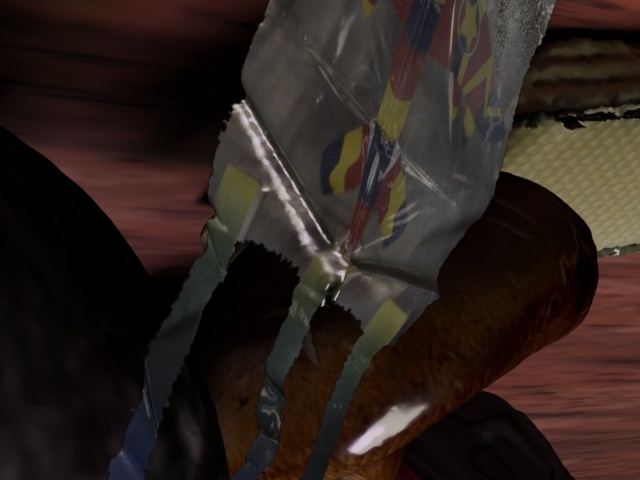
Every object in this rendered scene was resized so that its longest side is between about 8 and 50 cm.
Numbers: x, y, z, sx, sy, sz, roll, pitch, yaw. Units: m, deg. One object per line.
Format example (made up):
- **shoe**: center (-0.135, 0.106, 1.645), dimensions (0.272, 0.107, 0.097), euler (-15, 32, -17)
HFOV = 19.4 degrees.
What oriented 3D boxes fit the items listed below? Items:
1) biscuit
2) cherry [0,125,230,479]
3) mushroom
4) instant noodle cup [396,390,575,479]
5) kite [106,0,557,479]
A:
- **biscuit**: center (0.070, -0.026, 0.631), dimensions (0.199, 0.041, 0.121), euler (-5, 153, -34)
- **cherry**: center (-0.150, 0.076, 0.427), dimensions (0.255, 0.218, 0.296), euler (-43, 141, 6)
- **mushroom**: center (0.009, 0.030, 0.542), dimensions (0.135, 0.080, 0.170), euler (-22, 167, -25)
- **instant noodle cup**: center (-0.060, 0.143, 0.714), dimensions (0.302, 0.258, 0.181), euler (-49, 143, -2)
- **kite**: center (0.001, 0.000, 0.402), dimensions (0.015, 0.245, 0.141), euler (14, 164, 31)
